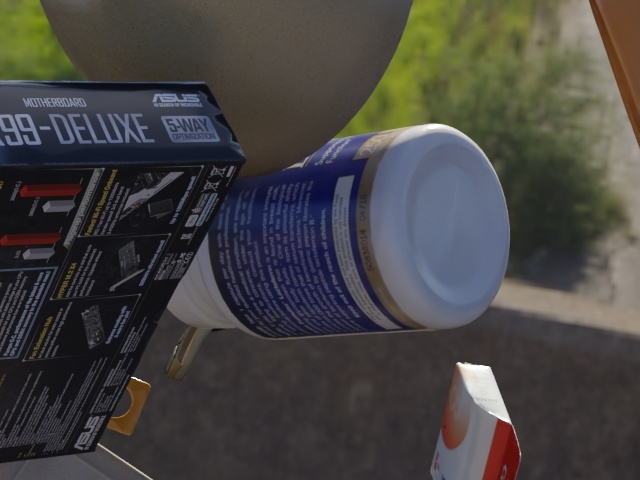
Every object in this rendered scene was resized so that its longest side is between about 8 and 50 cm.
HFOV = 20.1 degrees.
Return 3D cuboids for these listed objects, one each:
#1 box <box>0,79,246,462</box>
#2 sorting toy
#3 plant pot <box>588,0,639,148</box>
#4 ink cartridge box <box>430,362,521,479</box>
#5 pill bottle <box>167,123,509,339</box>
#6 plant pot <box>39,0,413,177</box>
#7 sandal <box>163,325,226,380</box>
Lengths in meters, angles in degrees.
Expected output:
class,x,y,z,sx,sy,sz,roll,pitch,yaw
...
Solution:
class,x,y,z,sx,sy,sz,roll,pitch,yaw
box,-0.216,0.032,1.163,0.242,0.307,0.076,-3,49,-34
sorting toy,-0.289,0.306,2.004,0.196,0.347,0.047,35,-14,-5
plant pot,0.396,-0.161,1.753,0.203,0.291,0.291,-21,18,9
ink cartridge box,0.161,0.236,1.903,0.045,0.145,0.179,7,26,-8
pill bottle,0.000,0.000,1.399,0.265,0.153,0.153,-7,8,40
plant pot,-0.098,-0.205,1.308,0.191,0.284,0.284,18,6,-45
sandal,-0.080,0.060,1.640,0.049,0.072,0.180,32,63,-1
